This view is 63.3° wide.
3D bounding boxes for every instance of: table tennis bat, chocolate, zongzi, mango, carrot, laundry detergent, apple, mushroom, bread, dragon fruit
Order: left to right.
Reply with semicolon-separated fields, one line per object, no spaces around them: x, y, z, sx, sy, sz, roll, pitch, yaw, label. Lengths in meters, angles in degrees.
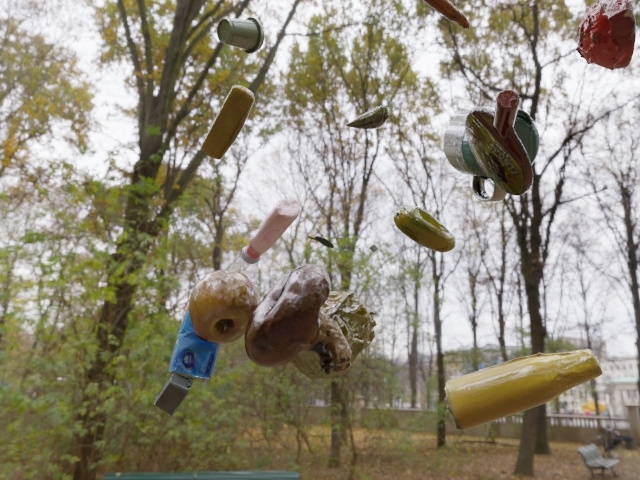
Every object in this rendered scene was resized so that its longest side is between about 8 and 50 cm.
-0.281;0.193;1.527;0.211;0.188;0.211;-7;-48;-8;apple
-0.204;-0.027;2.029;0.159;0.088;0.335;-26;-17;-52;laundry detergent
-0.066;0.199;1.275;0.267;0.267;0.254;-7;-51;27;mushroom
0.000;0.000;2.498;0.158;0.014;0.095;20;-17;39;table tennis bat
0.026;0.279;1.536;0.238;0.252;0.196;37;-50;3;bread
0.129;-0.339;1.439;0.113;0.052;0.104;-5;-5;-1;zongzi
0.287;-0.031;1.413;0.191;0.086;0.122;30;13;5;mango
0.423;-0.806;1.785;0.248;0.059;0.059;34;-25;-11;carrot
0.361;-0.197;1.040;0.038;0.200;0.310;-34;-23;1;table tennis bat
0.596;0.430;1.542;0.445;0.162;0.162;-24;-26;18;chocolate
0.981;-0.720;1.764;0.163;0.262;0.189;-7;1;-13;dragon fruit

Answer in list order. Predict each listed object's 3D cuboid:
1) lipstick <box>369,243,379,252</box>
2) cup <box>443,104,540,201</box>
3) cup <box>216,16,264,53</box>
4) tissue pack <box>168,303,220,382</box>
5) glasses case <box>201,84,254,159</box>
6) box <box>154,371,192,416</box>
0.218;0.031;2.034;0.025;0.025;0.107;-41;-11;12;lipstick
0.515;-0.261;1.567;0.219;0.290;0.257;-2;14;-9;cup
-0.275;-0.701;1.767;0.141;0.120;0.120;-16;0;-44;cup
-0.408;0.335;1.753;0.146;0.263;0.198;15;-22;-9;tissue pack
-0.261;-0.330;1.468;0.079;0.064;0.234;28;-57;-16;glasses case
-0.456;0.472;1.607;0.069;0.122;0.084;32;10;-13;box
